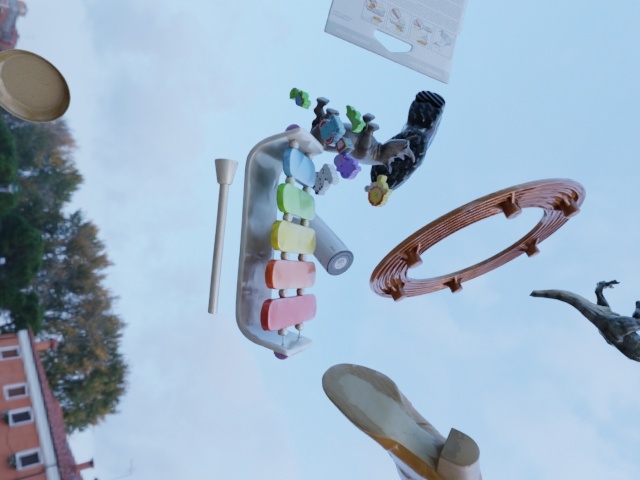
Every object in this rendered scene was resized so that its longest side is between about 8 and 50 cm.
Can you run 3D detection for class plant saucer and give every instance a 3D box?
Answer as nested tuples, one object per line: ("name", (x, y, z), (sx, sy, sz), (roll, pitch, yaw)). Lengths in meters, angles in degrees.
("plant saucer", (-0.313, -0.168, 0.539), (0.083, 0.083, 0.015), (-55, -154, 33))

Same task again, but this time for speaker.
("speaker", (0.000, 0.000, 0.877), (0.136, 0.055, 0.055), (49, -55, 42))

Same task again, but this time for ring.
("ring", (0.234, 0.018, 0.747), (0.336, 0.336, 0.032), (-44, -123, 40))

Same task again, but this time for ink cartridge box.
("ink cartridge box", (0.148, -0.452, 0.977), (0.060, 0.275, 0.239), (170, -65, -72))

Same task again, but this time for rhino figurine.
("rhino figurine", (0.090, -0.214, 1.072), (0.073, 0.243, 0.106), (-75, -174, -51))

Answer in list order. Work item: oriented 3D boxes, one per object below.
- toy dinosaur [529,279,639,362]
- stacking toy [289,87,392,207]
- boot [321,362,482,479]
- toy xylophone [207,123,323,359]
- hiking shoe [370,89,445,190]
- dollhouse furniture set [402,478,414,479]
("toy dinosaur", (0.501, 0.130, 0.844), (0.268, 0.118, 0.064), (38, -20, 10))
("stacking toy", (0.032, -0.168, 0.905), (0.052, 0.167, 0.221), (-34, -116, 36))
("boot", (0.131, 0.348, 0.855), (0.295, 0.104, 0.211), (24, -40, 29))
("toy xylophone", (-0.063, 0.004, 0.682), (0.081, 0.236, 0.323), (2, -86, 16))
("hiking shoe", (0.233, -0.232, 1.282), (0.113, 0.132, 0.304), (30, -104, 20))
("dollhouse furniture set", (0.089, 0.271, 0.248), (0.301, 0.151, 0.198), (-10, -103, 62))
